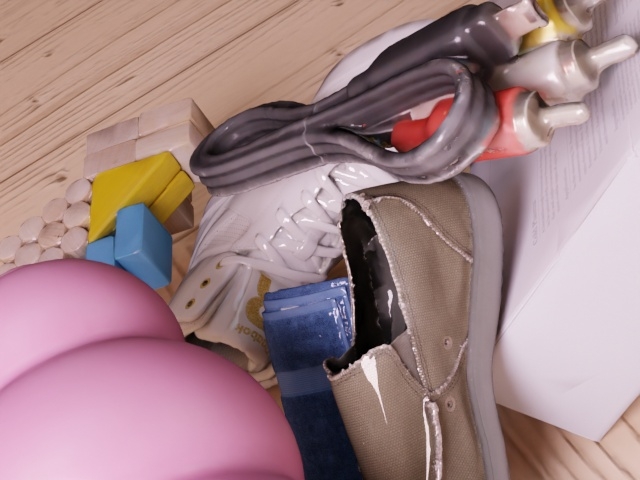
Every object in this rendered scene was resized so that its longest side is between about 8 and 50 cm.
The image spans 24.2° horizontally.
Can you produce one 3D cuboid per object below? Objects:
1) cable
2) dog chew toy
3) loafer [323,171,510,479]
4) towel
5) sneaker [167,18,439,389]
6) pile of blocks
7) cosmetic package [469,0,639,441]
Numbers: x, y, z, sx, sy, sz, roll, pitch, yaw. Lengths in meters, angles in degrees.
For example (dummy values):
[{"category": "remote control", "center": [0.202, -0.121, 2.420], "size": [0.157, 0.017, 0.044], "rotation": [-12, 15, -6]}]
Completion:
[{"category": "cable", "center": [0.030, -0.051, 0.784], "size": [0.287, 0.072, 0.139], "rotation": [-24, 30, 43]}, {"category": "dog chew toy", "center": [-0.084, 0.142, 0.696], "size": [0.206, 0.206, 0.332], "rotation": [-31, 55, -2]}, {"category": "loafer", "center": [0.038, 0.085, 0.755], "size": [0.094, 0.087, 0.251], "rotation": [-29, 57, 60]}, {"category": "towel", "center": [0.005, 0.082, 0.847], "size": [0.067, 0.119, 0.029], "rotation": [-13, 4, 29]}, {"category": "sneaker", "center": [0.000, 0.000, 0.916], "size": [0.292, 0.108, 0.169], "rotation": [-41, 22, 46]}, {"category": "pile of blocks", "center": [-0.176, 0.071, 1.013], "size": [0.362, 0.112, 0.149], "rotation": [-46, 48, -8]}, {"category": "cosmetic package", "center": [0.186, -0.119, 0.851], "size": [0.284, 0.097, 0.377], "rotation": [-57, 15, 38]}]
